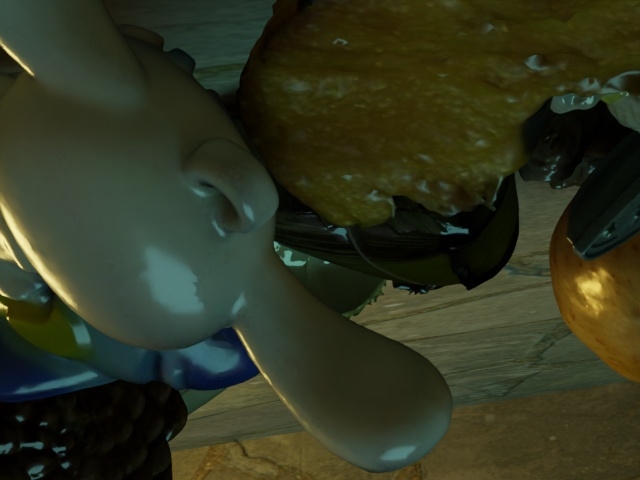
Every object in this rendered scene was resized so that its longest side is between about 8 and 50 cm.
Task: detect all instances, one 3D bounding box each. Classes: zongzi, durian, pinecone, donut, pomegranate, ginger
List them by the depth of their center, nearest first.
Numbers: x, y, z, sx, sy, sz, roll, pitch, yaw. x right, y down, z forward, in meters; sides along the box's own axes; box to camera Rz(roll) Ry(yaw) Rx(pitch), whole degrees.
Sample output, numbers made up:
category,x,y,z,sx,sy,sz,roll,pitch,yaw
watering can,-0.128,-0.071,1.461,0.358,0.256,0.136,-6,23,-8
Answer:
category,x,y,z,sx,sy,sz,roll,pitch,yaw
donut,0.182,-0.117,0.829,0.435,0.163,0.377,11,158,-2
zongzi,0.006,-0.038,1.266,0.318,0.154,0.289,1,163,9
ginger,0.236,-0.095,1.315,0.122,0.084,0.290,-36,167,22
pinecone,-0.326,0.155,1.328,0.384,0.384,0.384,-12,166,-3
pomegranate,0.384,0.014,1.531,0.307,0.307,0.307,-12,166,-3
durian,0.000,0.000,1.532,0.252,0.144,0.139,-2,127,-14

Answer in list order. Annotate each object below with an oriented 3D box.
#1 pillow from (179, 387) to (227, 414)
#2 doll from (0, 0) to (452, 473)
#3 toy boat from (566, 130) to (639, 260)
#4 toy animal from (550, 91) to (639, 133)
category,x,y,z,sx,sy,sz,roll,pitch,yaw
pillow,-0.186,0.141,1.660,0.255,0.119,0.322,-33,-174,-22
doll,-0.128,-0.019,0.903,0.187,0.376,0.366,-25,-174,-34
toy boat,0.306,-0.067,1.249,0.319,0.092,0.141,-33,159,-34
toy animal,0.241,-0.159,1.101,0.185,0.183,0.104,23,176,-7
